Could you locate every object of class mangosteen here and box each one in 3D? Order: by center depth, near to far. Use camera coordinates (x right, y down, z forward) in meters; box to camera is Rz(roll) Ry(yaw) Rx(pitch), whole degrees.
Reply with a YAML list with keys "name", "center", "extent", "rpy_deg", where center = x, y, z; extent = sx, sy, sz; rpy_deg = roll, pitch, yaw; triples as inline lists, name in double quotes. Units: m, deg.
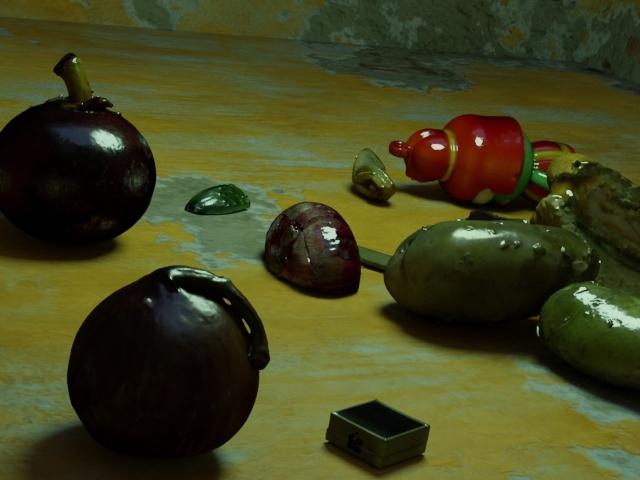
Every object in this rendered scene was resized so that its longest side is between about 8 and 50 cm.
- name: "mangosteen"
  center: [-0.340, -0.128, 2.008]
  extent: [0.235, 0.261, 0.235]
  rpy_deg: [7, 16, -2]

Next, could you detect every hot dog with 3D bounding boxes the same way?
- name: "hot dog"
  center: [0.086, -0.111, 2.537]
  extent: [0.078, 0.061, 0.169]
  rpy_deg: [49, 7, -19]

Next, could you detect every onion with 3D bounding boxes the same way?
- name: "onion"
  center: [0.000, 0.000, 2.065]
  extent: [0.151, 0.098, 0.206]
  rpy_deg: [-2, 20, -30]

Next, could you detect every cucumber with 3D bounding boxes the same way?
- name: "cucumber"
  center: [-0.167, -0.066, 2.300]
  extent: [0.067, 0.035, 0.107]
  rpy_deg: [22, 22, 31]

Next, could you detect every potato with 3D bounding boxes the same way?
- name: "potato"
  center: [0.392, 0.131, 1.840]
  extent: [0.251, 0.113, 0.149]
  rpy_deg: [24, 22, 28]
- name: "potato"
  center: [0.236, 0.045, 1.955]
  extent: [0.296, 0.141, 0.191]
  rpy_deg: [-4, -16, -10]

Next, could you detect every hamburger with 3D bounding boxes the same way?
- name: "hamburger"
  center: [0.435, 0.002, 2.156]
  extent: [0.330, 0.162, 0.209]
  rpy_deg: [29, -1, -19]

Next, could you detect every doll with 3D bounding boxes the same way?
- name: "doll"
  center: [0.294, -0.147, 2.609]
  extent: [0.363, 0.160, 0.182]
  rpy_deg: [4, 25, -18]

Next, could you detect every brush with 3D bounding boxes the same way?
- name: "brush"
  center: [0.150, 0.038, 2.125]
  extent: [0.282, 0.048, 0.054]
  rpy_deg: [16, 15, 23]

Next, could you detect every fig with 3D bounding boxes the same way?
- name: "fig"
  center: [-0.149, 0.117, 1.437]
  extent: [0.205, 0.205, 0.205]
  rpy_deg: [9, 17, -3]

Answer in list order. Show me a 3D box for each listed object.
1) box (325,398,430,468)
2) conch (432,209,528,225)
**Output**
- name: "box"
  center: [0.059, 0.204, 1.533]
  extent: [0.079, 0.035, 0.083]
  rpy_deg: [23, 20, 36]
- name: "conch"
  center: [0.224, 0.004, 2.157]
  extent: [0.232, 0.080, 0.086]
  rpy_deg: [-15, 44, 34]
